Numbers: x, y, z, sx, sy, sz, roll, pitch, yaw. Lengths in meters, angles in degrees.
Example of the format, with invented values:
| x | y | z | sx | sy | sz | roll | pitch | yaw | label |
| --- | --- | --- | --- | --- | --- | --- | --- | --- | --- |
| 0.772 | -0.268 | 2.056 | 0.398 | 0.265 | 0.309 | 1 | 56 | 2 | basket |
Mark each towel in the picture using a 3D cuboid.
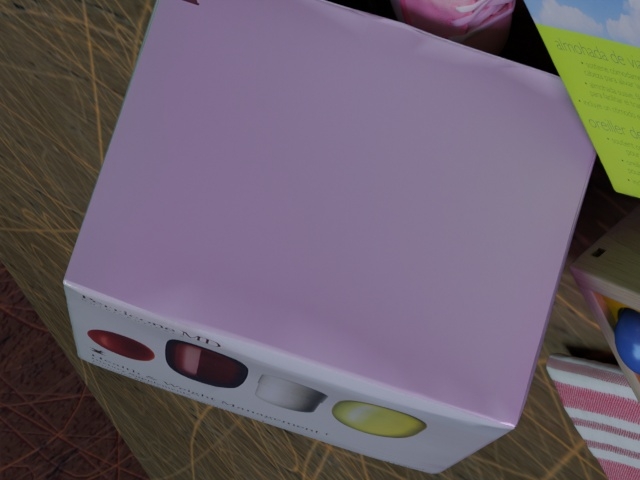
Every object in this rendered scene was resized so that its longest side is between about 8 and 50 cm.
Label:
| x | y | z | sx | sy | sz | roll | pitch | yaw | label |
| --- | --- | --- | --- | --- | --- | --- | --- | --- | --- |
| 0.202 | 0.141 | 1.000 | 0.197 | 0.029 | 0.144 | 57 | 163 | -14 | towel |

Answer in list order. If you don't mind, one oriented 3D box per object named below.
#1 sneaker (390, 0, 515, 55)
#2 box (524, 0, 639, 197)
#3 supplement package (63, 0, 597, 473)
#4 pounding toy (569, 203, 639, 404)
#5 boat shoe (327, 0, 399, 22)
| x | y | z | sx | sy | sz | roll | pitch | yaw | label |
| --- | --- | --- | --- | --- | --- | --- | --- | --- | --- |
| 0.063 | -0.109 | 0.767 | 0.070 | 0.051 | 0.134 | 44 | 159 | 41 | sneaker |
| 0.118 | -0.086 | 0.684 | 0.109 | 0.042 | 0.178 | 23 | 148 | 57 | box |
| 0.000 | 0.000 | 0.849 | 0.194 | 0.149 | 0.203 | 18 | 167 | -1 | supplement package |
| 0.178 | 0.066 | 0.755 | 0.130 | 0.100 | 0.141 | 26 | 150 | 57 | pounding toy |
| -0.027 | -0.159 | 0.832 | 0.088 | 0.096 | 0.267 | 30 | 156 | 42 | boat shoe |
